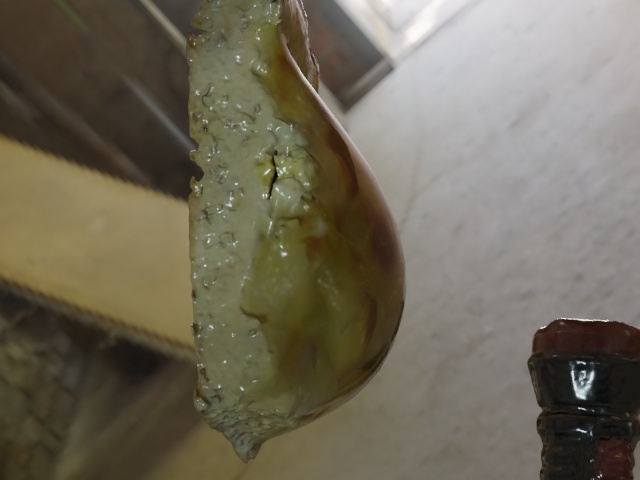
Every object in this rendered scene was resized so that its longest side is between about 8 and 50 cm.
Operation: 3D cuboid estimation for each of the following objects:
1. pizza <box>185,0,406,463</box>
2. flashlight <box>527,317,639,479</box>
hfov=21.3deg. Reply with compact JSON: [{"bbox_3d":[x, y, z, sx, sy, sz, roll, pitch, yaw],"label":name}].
[{"bbox_3d":[-0.001,0.005,0.740,0.080,0.204,0.188,-3,67,8],"label":"pizza"},{"bbox_3d":[0.174,0.171,1.112,0.093,0.093,0.232,-12,69,55],"label":"flashlight"}]
